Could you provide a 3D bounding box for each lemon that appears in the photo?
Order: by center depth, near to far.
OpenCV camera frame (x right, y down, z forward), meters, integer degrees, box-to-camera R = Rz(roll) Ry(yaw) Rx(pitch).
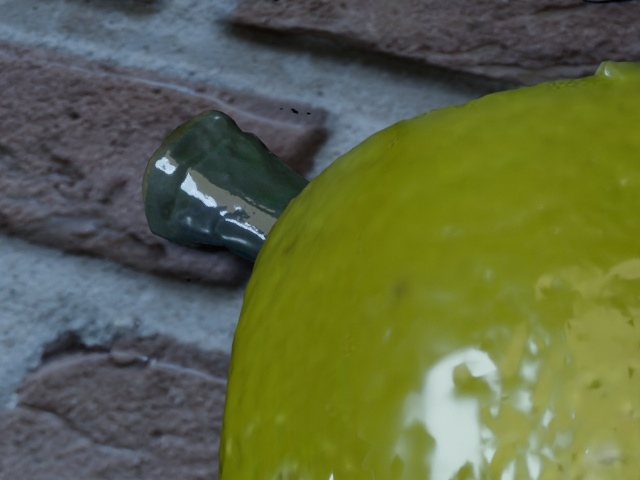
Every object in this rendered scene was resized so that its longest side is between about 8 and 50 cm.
[{"bbox_3d":[0.127,0.135,0.577,0.364,0.364,0.364,-3,55,5],"label":"lemon"}]

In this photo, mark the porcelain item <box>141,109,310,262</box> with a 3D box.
[{"bbox_3d":[0.000,0.000,0.843,0.216,0.069,0.081,28,51,24],"label":"porcelain item"}]
